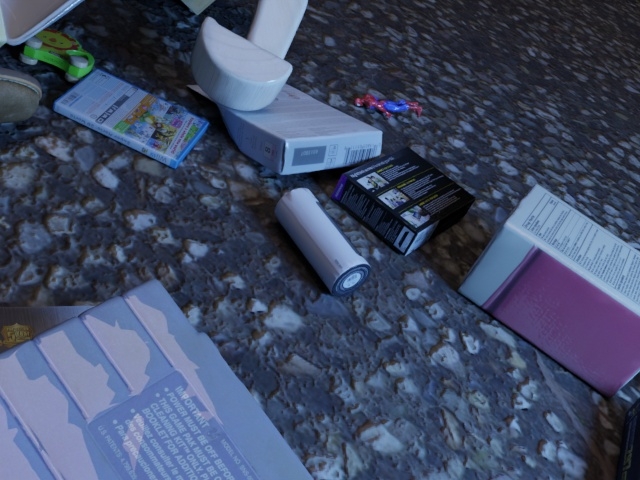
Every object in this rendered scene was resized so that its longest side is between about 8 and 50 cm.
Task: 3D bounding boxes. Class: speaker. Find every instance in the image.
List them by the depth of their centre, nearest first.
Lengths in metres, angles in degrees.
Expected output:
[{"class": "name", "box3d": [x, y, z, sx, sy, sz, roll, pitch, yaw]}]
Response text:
[{"class": "speaker", "box3d": [0.000, 0.000, 0.907, 0.055, 0.055, 0.136, -8, 48, -39]}]

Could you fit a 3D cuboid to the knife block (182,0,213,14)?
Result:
[{"class": "knife block", "box3d": [-0.166, -0.502, 1.242, 0.275, 0.242, 0.088, 37, 21, -45]}]

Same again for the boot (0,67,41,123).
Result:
[{"class": "boot", "box3d": [-0.414, -0.111, 0.767, 0.305, 0.112, 0.115, -17, 84, -50]}]

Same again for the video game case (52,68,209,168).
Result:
[{"class": "video game case", "box3d": [-0.239, -0.159, 0.984, 0.166, 0.015, 0.119, 25, 35, -3]}]

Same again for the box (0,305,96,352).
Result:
[{"class": "box", "box3d": [-0.206, 0.136, 0.601, 0.231, 0.056, 0.183, 2, 43, -31]}]

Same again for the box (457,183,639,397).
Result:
[{"class": "box", "box3d": [0.320, 0.059, 0.980, 0.232, 0.127, 0.148, 36, 36, 12]}]

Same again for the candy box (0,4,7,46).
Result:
[{"class": "candy box", "box3d": [-0.485, -0.203, 0.718, 0.316, 0.183, 0.088, -11, 93, -38]}]

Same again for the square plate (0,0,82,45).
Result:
[{"class": "square plate", "box3d": [-0.329, -0.426, 0.928, 0.344, 0.049, 0.347, -42, 75, -15]}]

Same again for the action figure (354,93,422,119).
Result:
[{"class": "action figure", "box3d": [0.111, -0.225, 1.284, 0.115, 0.030, 0.038, 8, 34, -18]}]

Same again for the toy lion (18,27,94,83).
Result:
[{"class": "toy lion", "box3d": [-0.348, -0.253, 1.021, 0.100, 0.034, 0.096, 23, 28, -7]}]

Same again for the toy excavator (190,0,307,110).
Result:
[{"class": "toy excavator", "box3d": [-0.099, -0.455, 1.084, 0.433, 0.222, 0.445, -41, 88, -28]}]

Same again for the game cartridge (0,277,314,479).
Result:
[{"class": "game cartridge", "box3d": [-0.098, 0.211, 0.507, 0.230, 0.068, 0.355, -27, 74, -46]}]

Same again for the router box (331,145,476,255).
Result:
[{"class": "router box", "box3d": [0.119, -0.060, 1.067, 0.133, 0.046, 0.179, 40, 37, 18]}]

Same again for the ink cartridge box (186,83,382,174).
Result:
[{"class": "ink cartridge box", "box3d": [-0.055, -0.167, 1.102, 0.189, 0.066, 0.232, -13, 30, -42]}]

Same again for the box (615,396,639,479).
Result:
[{"class": "box", "box3d": [0.439, 0.287, 0.831, 0.232, 0.059, 0.183, 34, 35, 9]}]
